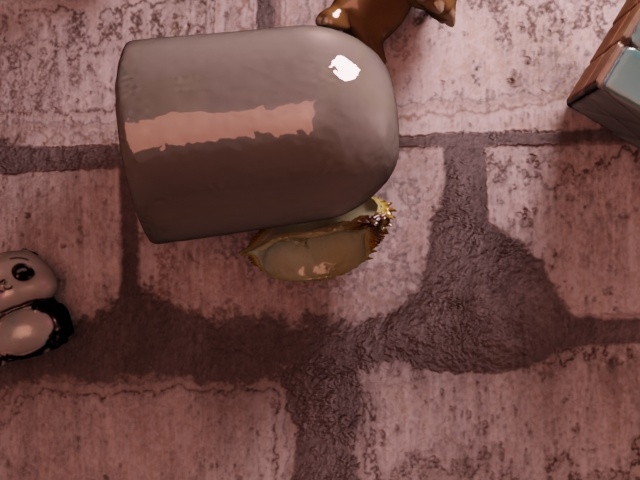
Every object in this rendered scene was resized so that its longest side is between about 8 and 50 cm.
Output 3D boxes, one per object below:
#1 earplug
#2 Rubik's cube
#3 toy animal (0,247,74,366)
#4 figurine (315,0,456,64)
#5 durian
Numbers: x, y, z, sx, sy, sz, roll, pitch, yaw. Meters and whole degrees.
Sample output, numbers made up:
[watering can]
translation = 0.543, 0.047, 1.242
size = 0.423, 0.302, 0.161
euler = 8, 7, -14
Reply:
[earplug]
translation = -0.081, -0.173, 1.347
size = 0.394, 0.312, 0.312
euler = -7, 90, 2
[Rubik's cube]
translation = 0.542, -0.259, 1.342
size = 0.231, 0.221, 0.224
euler = 31, 93, 3
[toy animal]
translation = -0.507, 0.109, 1.462
size = 0.166, 0.138, 0.179
euler = -18, 95, -12
[figurine]
translation = 0.133, -0.380, 1.392
size = 0.173, 0.177, 0.247
euler = 31, 81, 21
[durian]
translation = 0.000, 0.000, 1.427
size = 0.252, 0.139, 0.144
euler = -5, 95, 4
